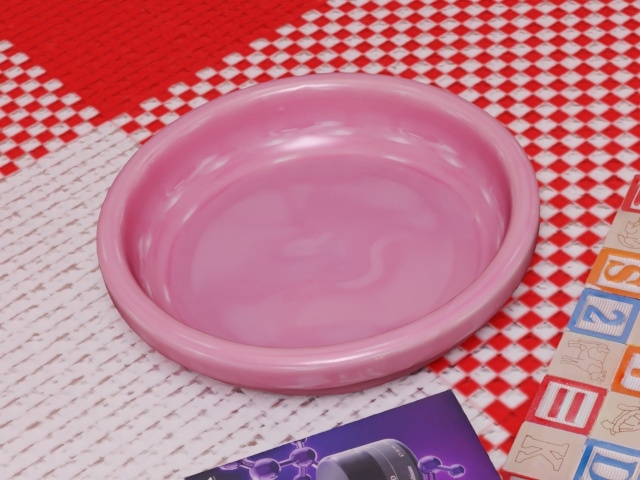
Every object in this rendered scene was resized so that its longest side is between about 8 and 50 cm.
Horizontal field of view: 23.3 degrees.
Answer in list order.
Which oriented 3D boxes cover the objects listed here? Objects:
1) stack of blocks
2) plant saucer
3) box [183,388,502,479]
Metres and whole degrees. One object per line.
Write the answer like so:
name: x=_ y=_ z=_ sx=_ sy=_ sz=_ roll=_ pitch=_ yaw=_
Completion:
stack of blocks: x=0.250 y=0.092 z=1.030 sx=0.171 sy=0.087 sz=0.297 roll=12 pitch=46 yaw=21
plant saucer: x=0.000 y=0.000 z=1.179 sx=0.332 sy=0.084 sz=0.332 roll=-5 pitch=41 yaw=4
box: x=0.044 y=0.232 z=0.903 sx=0.184 sy=0.103 sz=0.261 roll=-19 pitch=43 yaw=-8
